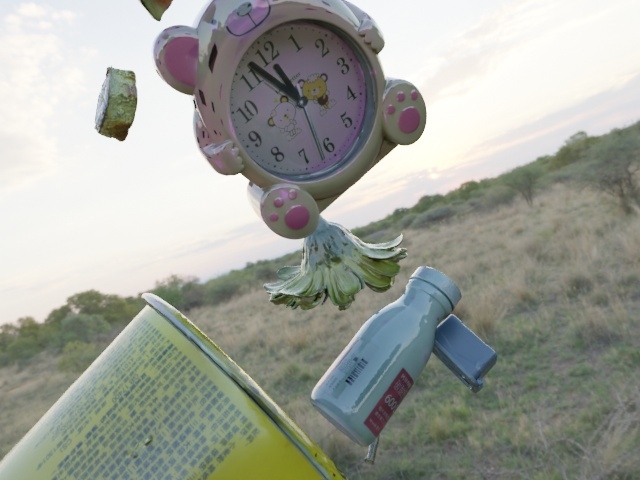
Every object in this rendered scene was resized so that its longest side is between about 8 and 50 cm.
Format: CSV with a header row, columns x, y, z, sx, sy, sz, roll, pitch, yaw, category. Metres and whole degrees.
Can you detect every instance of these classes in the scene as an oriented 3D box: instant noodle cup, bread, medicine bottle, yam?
x,y,z,sx,sy,sz,roll,pitch,yaw,category
-0.137,0.246,0.410,0.254,0.326,0.325,-43,9,-24,instant noodle cup
-0.452,-0.304,1.065,0.069,0.140,0.128,9,-28,-33,bread
0.085,0.132,0.579,0.217,0.090,0.090,-48,9,-19,medicine bottle
0.157,0.585,1.405,0.027,0.033,0.130,-39,20,41,yam

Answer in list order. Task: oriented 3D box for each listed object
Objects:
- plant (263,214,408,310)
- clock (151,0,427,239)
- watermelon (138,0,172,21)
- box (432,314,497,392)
x,y,z,sx,sy,sz,roll,pitch,yaw,category
0.011,0.032,1.044,0.305,0.297,0.261,-28,-20,-9,plant
-0.036,-0.188,0.627,0.284,0.309,0.114,-41,30,-2,clock
-0.192,-0.345,0.560,0.094,0.126,0.135,-4,-10,-15,watermelon
0.192,0.151,0.654,0.054,0.099,0.074,-41,-30,-7,box
